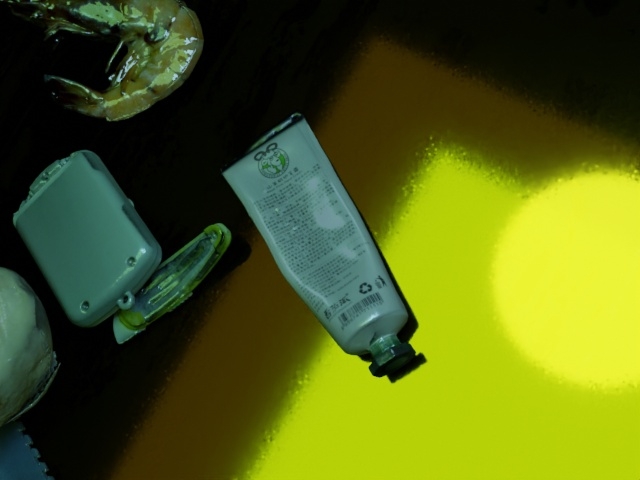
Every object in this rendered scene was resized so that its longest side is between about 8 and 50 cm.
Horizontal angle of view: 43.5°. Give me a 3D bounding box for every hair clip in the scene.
[{"bbox_3d":[-0.177,0.045,0.947,0.188,0.033,0.060,-39,67,10],"label":"hair clip"}]

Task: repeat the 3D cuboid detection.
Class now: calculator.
[{"bbox_3d":[-0.285,-0.005,0.970,0.141,0.045,0.246,-44,60,6],"label":"calculator"}]

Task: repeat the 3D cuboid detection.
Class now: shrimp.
[{"bbox_3d":[-0.293,-0.243,1.046,0.289,0.075,0.178,9,81,5],"label":"shrimp"}]

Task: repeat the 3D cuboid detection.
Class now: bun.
[{"bbox_3d":[-0.423,0.134,0.926,0.239,0.141,0.239,5,51,-6],"label":"bun"}]

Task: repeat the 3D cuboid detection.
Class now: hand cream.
[{"bbox_3d":[0.000,0.000,0.899,0.121,0.076,0.336,-32,63,1],"label":"hand cream"}]

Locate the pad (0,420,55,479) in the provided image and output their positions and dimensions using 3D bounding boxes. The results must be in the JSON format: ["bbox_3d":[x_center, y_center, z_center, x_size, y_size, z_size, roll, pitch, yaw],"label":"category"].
[{"bbox_3d":[-0.474,0.289,0.982,0.269,0.012,0.270,-39,69,3],"label":"pad"}]
